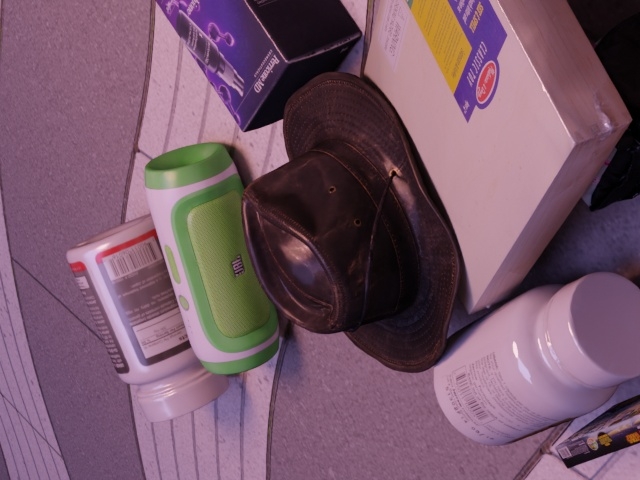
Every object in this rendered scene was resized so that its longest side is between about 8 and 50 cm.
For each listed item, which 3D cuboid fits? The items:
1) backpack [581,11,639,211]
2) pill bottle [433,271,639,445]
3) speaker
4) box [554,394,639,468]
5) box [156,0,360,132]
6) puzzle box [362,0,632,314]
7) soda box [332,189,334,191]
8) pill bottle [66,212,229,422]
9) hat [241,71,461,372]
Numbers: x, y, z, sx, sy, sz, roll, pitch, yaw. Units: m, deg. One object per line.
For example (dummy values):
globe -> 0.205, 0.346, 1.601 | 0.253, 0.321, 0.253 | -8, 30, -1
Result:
backpack -> 0.255, -0.108, 1.026 | 0.115, 0.152, 0.182 | 59, 160, 19
pill bottle -> 0.220, 0.115, 1.228 | 0.131, 0.131, 0.229 | 59, 148, 6
speaker -> -0.142, 0.025, 1.680 | 0.131, 0.131, 0.296 | 12, 122, 51
box -> 0.297, 0.172, 1.195 | 0.027, 0.094, 0.137 | 59, 148, 6
box -> -0.075, -0.253, 1.401 | 0.207, 0.108, 0.153 | 56, 147, 11
puzzle box -> 0.132, -0.119, 1.103 | 0.409, 0.052, 0.272 | 104, 144, -69
soda box -> 0.069, -0.041, 1.394 | 0.181, 0.061, 0.058 | 14, 124, 50
pill bottle -> -0.251, 0.114, 1.868 | 0.161, 0.161, 0.283 | -9, 105, 57
hat -> 0.000, 0.000, 1.305 | 0.331, 0.134, 0.331 | 42, 142, 45
